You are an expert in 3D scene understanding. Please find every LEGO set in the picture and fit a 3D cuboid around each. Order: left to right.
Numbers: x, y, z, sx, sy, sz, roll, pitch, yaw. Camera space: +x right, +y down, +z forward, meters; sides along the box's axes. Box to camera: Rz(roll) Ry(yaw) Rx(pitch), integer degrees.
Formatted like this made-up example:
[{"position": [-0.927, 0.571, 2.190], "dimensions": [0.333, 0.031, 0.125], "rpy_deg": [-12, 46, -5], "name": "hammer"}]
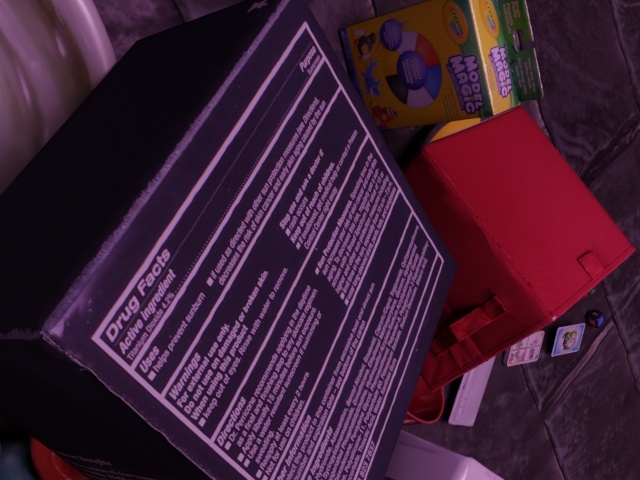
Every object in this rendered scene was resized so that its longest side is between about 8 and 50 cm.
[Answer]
[{"position": [0.372, 0.091, 1.118], "dimensions": [0.244, 0.060, 0.183], "rpy_deg": [-2, 108, -37], "name": "LEGO set"}]

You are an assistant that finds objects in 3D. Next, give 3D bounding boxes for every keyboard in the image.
[{"position": [0.236, 0.137, 1.000], "dimensions": [0.072, 0.014, 0.256], "rpy_deg": [23, 86, -55], "name": "keyboard"}]

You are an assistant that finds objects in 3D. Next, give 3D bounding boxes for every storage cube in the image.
[{"position": [0.163, 0.006, 0.738], "dimensions": [0.215, 0.184, 0.193], "rpy_deg": [-25, 75, -41], "name": "storage cube"}]

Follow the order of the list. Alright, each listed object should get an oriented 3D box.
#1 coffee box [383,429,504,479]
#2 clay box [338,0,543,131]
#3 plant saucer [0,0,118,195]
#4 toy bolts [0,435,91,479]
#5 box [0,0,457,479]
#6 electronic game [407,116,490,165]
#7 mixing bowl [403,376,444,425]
[{"position": [0.032, 0.364, 0.671], "dimensions": [0.337, 0.338, 0.334], "rpy_deg": [40, 70, -33], "name": "coffee box"}, {"position": [0.122, -0.191, 0.762], "dimensions": [0.053, 0.222, 0.127], "rpy_deg": [-26, 106, -34], "name": "clay box"}, {"position": [-0.329, -0.068, 0.475], "dimensions": [0.400, 0.100, 0.401], "rpy_deg": [-17, 114, -41], "name": "plant saucer"}, {"position": [-0.257, 0.199, 0.512], "dimensions": [0.158, 0.228, 0.218], "rpy_deg": [-39, 97, 9], "name": "toy bolts"}, {"position": [-0.067, 0.034, 0.523], "dimensions": [0.294, 0.182, 0.296], "rpy_deg": [56, 46, -35], "name": "box"}, {"position": [0.193, -0.056, 0.946], "dimensions": [0.229, 0.048, 0.229], "rpy_deg": [-4, 96, -38], "name": "electronic game"}, {"position": [0.049, 0.135, 0.795], "dimensions": [0.181, 0.098, 0.181], "rpy_deg": [44, 27, -29], "name": "mixing bowl"}]
